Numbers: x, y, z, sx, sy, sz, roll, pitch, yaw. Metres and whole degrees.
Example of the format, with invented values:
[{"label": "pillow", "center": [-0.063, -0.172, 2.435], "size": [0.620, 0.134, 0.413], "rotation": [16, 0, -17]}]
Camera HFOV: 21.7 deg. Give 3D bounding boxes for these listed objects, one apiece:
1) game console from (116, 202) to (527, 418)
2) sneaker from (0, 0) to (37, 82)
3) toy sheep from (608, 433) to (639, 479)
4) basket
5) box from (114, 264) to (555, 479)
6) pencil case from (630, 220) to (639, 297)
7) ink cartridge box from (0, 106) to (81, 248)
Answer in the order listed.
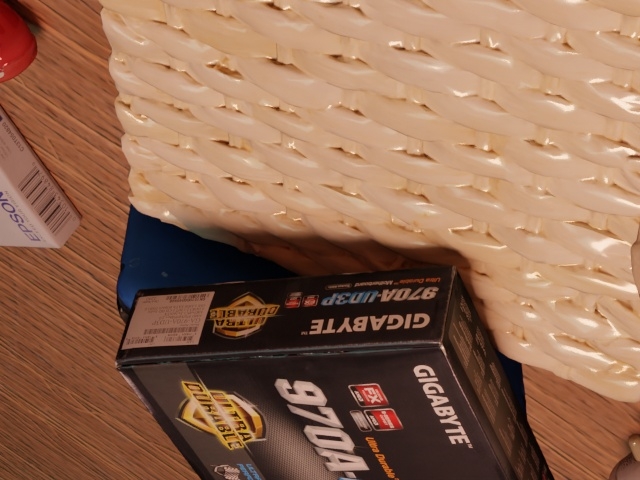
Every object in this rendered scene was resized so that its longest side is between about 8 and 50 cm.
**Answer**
[{"label": "game console", "center": [0.012, 0.013, 1.042], "size": [0.250, 0.293, 0.173], "rotation": [4, 129, -1]}, {"label": "sneaker", "center": [-0.317, -0.211, 1.272], "size": [0.221, 0.087, 0.128], "rotation": [26, 149, 10]}, {"label": "toy sheep", "center": [0.267, 0.201, 1.294], "size": [0.091, 0.091, 0.132], "rotation": [-3, 119, 44]}, {"label": "basket", "center": [0.088, -0.140, 0.828], "size": [0.331, 0.266, 0.328], "rotation": [21, 145, 17]}, {"label": "box", "center": [0.017, 0.102, 0.880], "size": [0.175, 0.051, 0.220], "rotation": [-4, 139, 22]}, {"label": "pencil case", "center": [0.305, 0.017, 0.753], "size": [0.183, 0.160, 0.410], "rotation": [7, -178, 35]}, {"label": "ink cartridge box", "center": [-0.355, -0.084, 1.511], "size": [0.224, 0.045, 0.223], "rotation": [2, 136, 42]}]
